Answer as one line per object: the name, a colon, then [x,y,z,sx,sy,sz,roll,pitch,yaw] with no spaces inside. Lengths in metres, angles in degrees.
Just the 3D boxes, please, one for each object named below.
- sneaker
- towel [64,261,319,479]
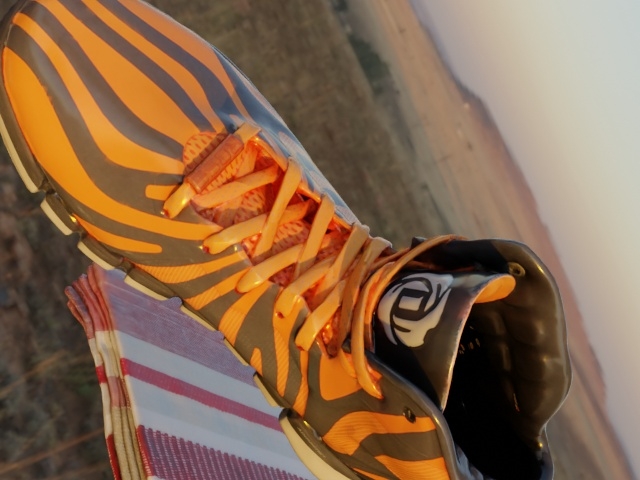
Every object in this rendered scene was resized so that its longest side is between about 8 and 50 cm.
sneaker: [0.000,0.000,0.494,0.321,0.124,0.180,46,-22,-18]
towel: [-0.052,0.185,0.749,0.237,0.037,0.329,32,31,-52]
